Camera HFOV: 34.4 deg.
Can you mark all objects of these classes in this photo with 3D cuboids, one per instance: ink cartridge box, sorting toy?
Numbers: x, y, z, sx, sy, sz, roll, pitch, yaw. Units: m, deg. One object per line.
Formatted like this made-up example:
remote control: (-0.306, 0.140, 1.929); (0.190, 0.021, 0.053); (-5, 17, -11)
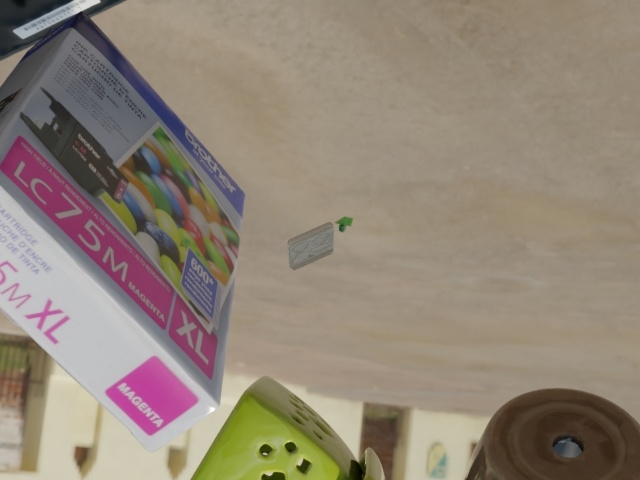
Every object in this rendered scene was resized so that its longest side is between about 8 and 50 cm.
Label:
ink cartridge box: (-0.129, -0.033, 0.662); (0.065, 0.311, 0.186); (-34, 114, 14)
sorting toy: (0.000, 0.000, 1.172); (0.083, 0.012, 0.062); (-24, 151, -12)

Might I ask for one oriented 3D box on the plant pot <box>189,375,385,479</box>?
plant pot: (-0.048, 0.316, 1.254); (0.207, 0.227, 0.228); (30, 180, 3)

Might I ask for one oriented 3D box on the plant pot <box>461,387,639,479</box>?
plant pot: (0.222, 0.271, 0.981); (0.263, 0.263, 0.229); (4, 128, 10)

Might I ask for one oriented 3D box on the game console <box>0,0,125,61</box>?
game console: (-0.342, -0.305, 0.980); (0.387, 0.060, 0.342); (-19, 153, 20)
